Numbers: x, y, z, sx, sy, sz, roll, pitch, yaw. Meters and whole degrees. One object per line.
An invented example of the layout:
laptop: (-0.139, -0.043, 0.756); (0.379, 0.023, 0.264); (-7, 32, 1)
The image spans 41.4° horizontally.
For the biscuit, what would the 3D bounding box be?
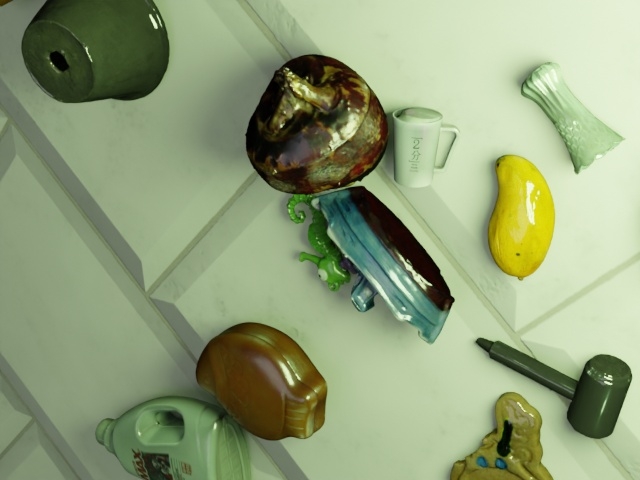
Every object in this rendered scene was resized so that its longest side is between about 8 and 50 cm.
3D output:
biscuit: (0.315, 0.402, 1.445); (0.183, 0.047, 0.320); (21, 119, 23)

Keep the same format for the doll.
doll: (0.000, 0.000, 1.486); (0.115, 0.050, 0.190); (-14, 99, 31)

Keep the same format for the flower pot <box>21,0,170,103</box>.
flower pot: (-0.423, -0.351, 1.527); (0.269, 0.166, 0.269); (13, 126, 19)

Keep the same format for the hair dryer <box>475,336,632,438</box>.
hair dryer: (0.357, 0.197, 1.324); (0.248, 0.070, 0.114); (29, 125, 32)

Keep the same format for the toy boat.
toy boat: (0.091, 0.042, 1.385); (0.142, 0.129, 0.309); (-43, 81, 24)

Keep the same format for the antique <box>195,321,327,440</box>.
antique: (-0.107, 0.269, 1.624); (0.278, 0.129, 0.223); (15, 117, 29)

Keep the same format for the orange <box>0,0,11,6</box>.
orange: (-0.636, -0.524, 1.643); (0.154, 0.155, 0.134); (-24, 130, 39)

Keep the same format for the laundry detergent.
laundry detergent: (-0.346, 0.450, 1.878); (0.398, 0.125, 0.264); (7, 115, 35)

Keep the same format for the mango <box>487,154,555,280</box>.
mango: (0.296, -0.032, 1.251); (0.098, 0.075, 0.190); (6, 106, 27)

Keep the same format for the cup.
cup: (0.161, -0.145, 1.305); (0.104, 0.074, 0.116); (2, 118, 4)

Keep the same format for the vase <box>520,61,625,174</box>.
vase: (0.338, -0.172, 1.160); (0.149, 0.081, 0.081); (54, 129, 7)

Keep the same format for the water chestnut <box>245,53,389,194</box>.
water chestnut: (-0.015, -0.184, 1.309); (0.223, 0.238, 0.224); (-16, 58, 28)
